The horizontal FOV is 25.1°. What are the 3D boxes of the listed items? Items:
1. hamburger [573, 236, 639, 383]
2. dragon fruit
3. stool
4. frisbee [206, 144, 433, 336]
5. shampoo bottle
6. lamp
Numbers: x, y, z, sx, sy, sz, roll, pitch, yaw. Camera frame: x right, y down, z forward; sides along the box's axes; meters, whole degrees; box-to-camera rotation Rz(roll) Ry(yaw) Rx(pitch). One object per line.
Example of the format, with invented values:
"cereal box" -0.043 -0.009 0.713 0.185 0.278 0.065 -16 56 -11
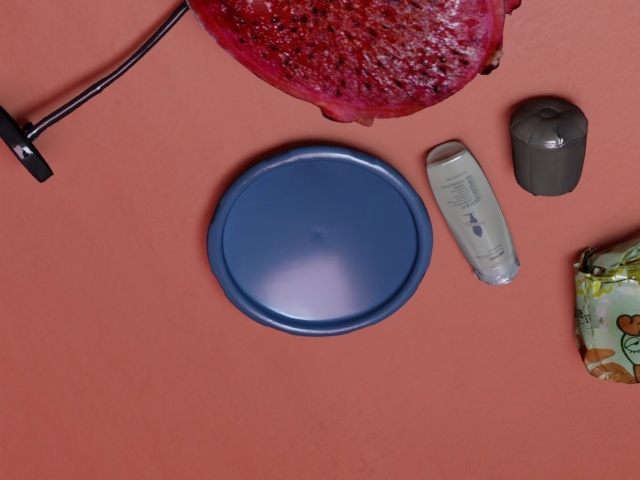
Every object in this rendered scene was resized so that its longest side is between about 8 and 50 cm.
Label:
"hamburger" 0.447 0.088 1.893 0.235 0.125 0.214 4 135 10
"dragon fruit" 0.043 -0.318 1.501 0.370 0.249 0.386 16 145 14
"stool" 0.279 -0.113 1.765 0.096 0.096 0.110 -6 130 0
"frisbee" -0.001 -0.002 1.846 0.289 0.049 0.290 0 122 -1
"shampoo bottle" 0.196 -0.032 1.840 0.072 0.049 0.212 -25 123 8
"lamp" -0.227 -0.192 1.663 0.371 0.108 0.130 -28 121 14
